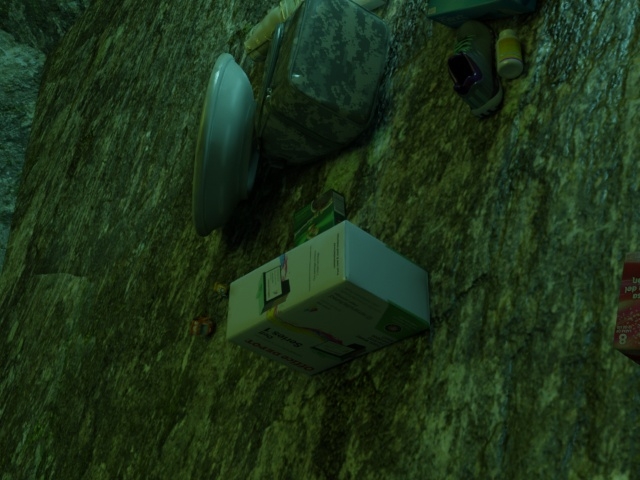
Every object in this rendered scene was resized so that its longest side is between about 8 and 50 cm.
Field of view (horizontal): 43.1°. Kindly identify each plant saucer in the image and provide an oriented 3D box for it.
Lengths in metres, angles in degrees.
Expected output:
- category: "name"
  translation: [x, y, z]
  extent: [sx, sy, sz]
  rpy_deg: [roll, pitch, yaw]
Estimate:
- category: "plant saucer"
  translation: [-0.191, -0.200, 1.765]
  extent: [0.400, 0.100, 0.401]
  rpy_deg: [-171, 90, -90]

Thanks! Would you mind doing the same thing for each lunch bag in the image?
- category: "lunch bag"
  translation: [-0.019, -0.321, 1.671]
  extent: [0.256, 0.212, 0.305]
  rpy_deg: [-35, 39, 56]

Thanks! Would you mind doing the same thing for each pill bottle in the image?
- category: "pill bottle"
  translation: [0.322, -0.320, 1.381]
  extent: [0.043, 0.043, 0.083]
  rpy_deg: [-24, 49, 39]

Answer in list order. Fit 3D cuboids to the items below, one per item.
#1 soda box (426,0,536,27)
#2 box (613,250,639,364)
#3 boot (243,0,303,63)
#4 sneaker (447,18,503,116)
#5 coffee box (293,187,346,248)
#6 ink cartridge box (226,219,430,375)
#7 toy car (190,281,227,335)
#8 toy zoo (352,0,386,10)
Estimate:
- category: "soda box"
  translation: [0.290, -0.439, 1.462]
  extent: [0.210, 0.071, 0.067]
  rpy_deg: [9, 88, 55]
- category: "box"
  translation: [0.462, 0.080, 0.857]
  extent: [0.256, 0.128, 0.123]
  rpy_deg: [-8, 60, 48]
- category: "boot"
  translation: [-0.095, -0.492, 1.963]
  extent: [0.203, 0.095, 0.262]
  rpy_deg: [-36, 40, 29]
- category: "sneaker"
  translation: [0.261, -0.324, 1.410]
  extent: [0.083, 0.098, 0.224]
  rpy_deg: [-32, 44, 33]
- category: "coffee box"
  translation: [0.000, 0.000, 1.549]
  extent: [0.113, 0.040, 0.184]
  rpy_deg: [-32, 44, 33]
- category: "ink cartridge box"
  translation: [0.009, 0.105, 1.327]
  extent: [0.278, 0.201, 0.117]
  rpy_deg: [-28, 46, 36]
- category: "toy car"
  translation: [-0.235, 0.148, 1.722]
  extent: [0.040, 0.060, 0.122]
  rpy_deg: [19, 87, 22]
- category: "toy zoo"
  translation: [0.108, -0.624, 1.826]
  extent: [0.192, 0.030, 0.293]
  rpy_deg: [13, 86, 55]
